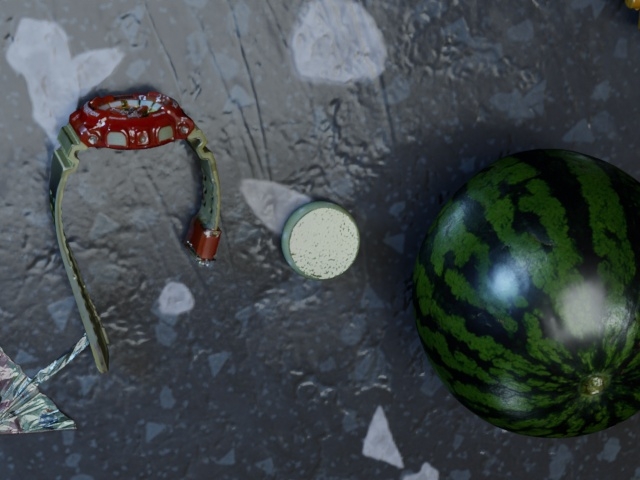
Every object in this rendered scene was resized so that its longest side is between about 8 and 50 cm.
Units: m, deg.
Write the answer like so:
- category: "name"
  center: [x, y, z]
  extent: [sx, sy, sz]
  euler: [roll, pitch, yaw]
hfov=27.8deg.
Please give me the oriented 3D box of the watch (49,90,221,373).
- category: "watch"
  center: [-0.176, -0.012, 1.270]
  extent: [0.164, 0.102, 0.268]
  euler: [-16, 116, -14]

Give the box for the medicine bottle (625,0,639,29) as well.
- category: "medicine bottle"
  center: [0.394, -0.327, 1.338]
  extent: [0.149, 0.112, 0.222]
  euler: [-1, 104, -17]

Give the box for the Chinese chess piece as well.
- category: "Chinese chess piece"
  center: [0.000, 0.000, 1.349]
  extent: [0.084, 0.034, 0.084]
  euler: [-3, 103, -15]

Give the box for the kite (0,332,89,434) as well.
- category: "kite"
  center: [-0.294, 0.147, 1.313]
  extent: [0.156, 0.011, 0.139]
  euler: [-39, 114, -3]

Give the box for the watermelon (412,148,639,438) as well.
- category: "watermelon"
  center: [0.236, 0.056, 1.312]
  extent: [0.285, 0.285, 0.285]
  euler: [-4, 105, -16]
